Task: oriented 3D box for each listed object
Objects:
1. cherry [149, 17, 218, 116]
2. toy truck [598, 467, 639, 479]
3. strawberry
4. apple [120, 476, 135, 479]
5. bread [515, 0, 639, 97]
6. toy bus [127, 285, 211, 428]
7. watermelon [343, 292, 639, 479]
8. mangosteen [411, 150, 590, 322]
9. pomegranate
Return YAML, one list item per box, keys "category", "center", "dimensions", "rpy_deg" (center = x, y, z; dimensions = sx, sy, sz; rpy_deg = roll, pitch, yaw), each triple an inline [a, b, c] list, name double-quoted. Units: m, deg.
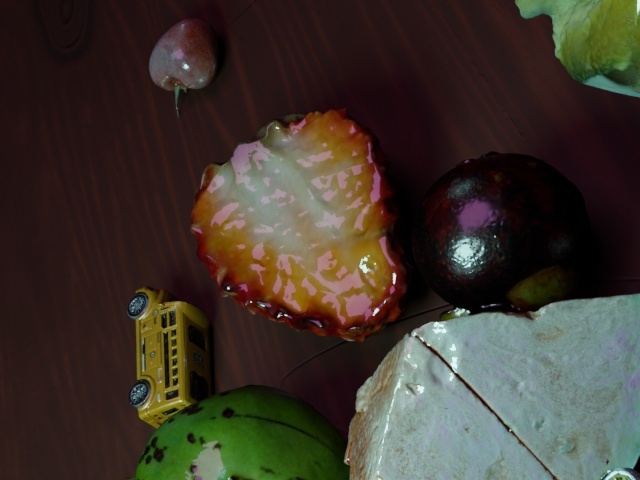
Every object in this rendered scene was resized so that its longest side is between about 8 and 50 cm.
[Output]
- category: "cherry"
  center: [-0.197, -0.263, 2.328]
  dimensions: [0.106, 0.087, 0.126]
  rpy_deg: [-22, 53, 23]
- category: "toy truck"
  center: [0.373, 0.282, 1.448]
  dimensions: [0.272, 0.124, 0.157]
  rpy_deg: [-4, 84, 41]
- category: "strawberry"
  center: [0.000, 0.000, 1.956]
  dimensions: [0.265, 0.149, 0.336]
  rpy_deg: [-41, 54, 3]
- category: "apple"
  center: [-0.195, 0.389, 1.882]
  dimensions: [0.193, 0.120, 0.265]
  rpy_deg: [-6, 62, 25]
- category: "bread"
  center: [0.403, -0.262, 1.671]
  dimensions: [0.239, 0.395, 0.264]
  rpy_deg: [5, 90, 62]
- category: "toy bus"
  center: [-0.186, 0.144, 2.054]
  dimensions: [0.088, 0.083, 0.194]
  rpy_deg: [-23, 52, 24]
- category: "watermelon"
  center: [0.169, 0.184, 1.656]
  dimensions: [0.222, 0.292, 0.319]
  rpy_deg: [-119, 30, -76]
- category: "mangosteen"
  center: [0.195, 0.005, 1.736]
  dimensions: [0.210, 0.210, 0.210]
  rpy_deg: [-22, 51, 29]
- category: "pomegranate"
  center: [-0.081, 0.282, 1.776]
  dimensions: [0.254, 0.270, 0.254]
  rpy_deg: [-1, 77, 5]
